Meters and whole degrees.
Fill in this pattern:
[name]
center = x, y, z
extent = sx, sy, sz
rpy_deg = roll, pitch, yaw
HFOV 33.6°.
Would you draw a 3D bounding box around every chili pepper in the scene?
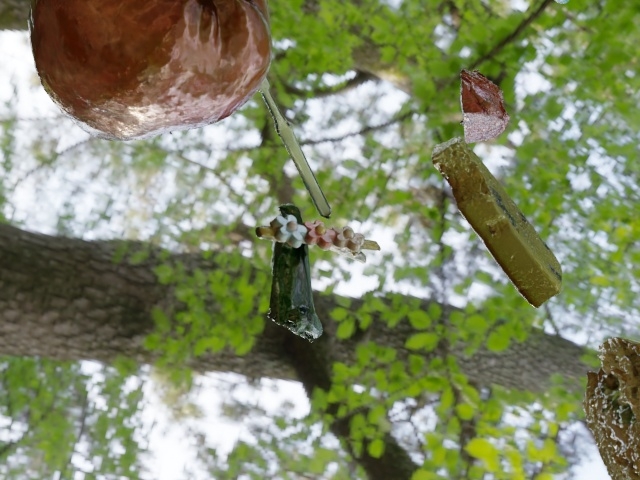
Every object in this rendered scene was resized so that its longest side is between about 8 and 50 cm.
[chili pepper]
center = -0.045, 0.050, 1.614
extent = 0.062, 0.108, 0.216
rpy_deg = -10, -100, 14

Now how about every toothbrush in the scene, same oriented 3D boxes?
[toothbrush]
center = -0.044, -0.145, 1.587
extent = 0.026, 0.294, 0.028
rpy_deg = -27, -150, 1

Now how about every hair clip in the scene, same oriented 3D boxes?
[hair clip]
center = 0.004, -0.005, 1.593
extent = 0.056, 0.214, 0.062
rpy_deg = -54, -140, 27

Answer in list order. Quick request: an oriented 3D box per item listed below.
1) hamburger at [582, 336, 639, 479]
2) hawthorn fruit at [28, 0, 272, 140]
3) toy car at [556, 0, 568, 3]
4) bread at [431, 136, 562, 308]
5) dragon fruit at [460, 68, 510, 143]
[hamburger]
center = 0.429, 0.209, 1.317
extent = 0.283, 0.156, 0.144
rpy_deg = -88, -178, -68
[hawthorn fruit]
center = -0.174, -0.193, 0.989
extent = 0.261, 0.224, 0.224
rpy_deg = -28, -127, 43
[toy car]
center = 0.134, -0.177, 0.520
extent = 0.126, 0.161, 0.098
rpy_deg = -24, -139, 9
[bread]
center = 0.216, -0.026, 1.301
extent = 0.049, 0.226, 0.088
rpy_deg = -35, -170, 24
[dragon fruit]
center = 0.270, -0.232, 1.753
extent = 0.083, 0.162, 0.106
rpy_deg = -5, -105, 13
